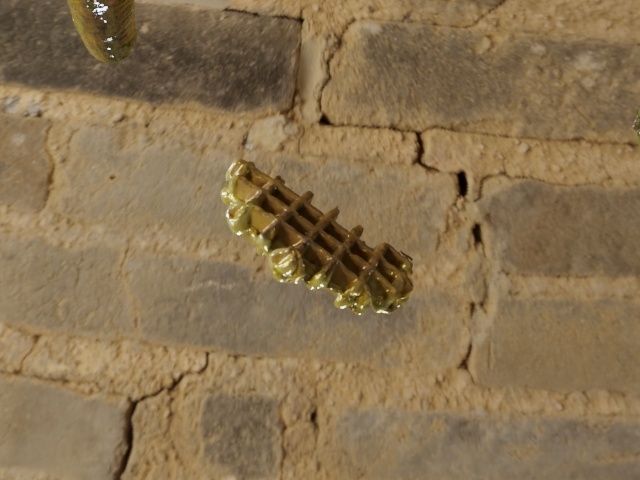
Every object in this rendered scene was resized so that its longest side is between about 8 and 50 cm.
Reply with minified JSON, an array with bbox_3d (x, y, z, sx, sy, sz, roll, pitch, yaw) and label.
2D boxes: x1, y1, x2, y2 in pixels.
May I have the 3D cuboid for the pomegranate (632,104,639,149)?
[{"bbox_3d":[0.425,-0.131,0.967,0.130,0.130,0.130,0,-72,0],"label":"pomegranate"}]

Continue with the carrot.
[{"bbox_3d":[-0.258,-0.281,0.997,0.082,0.173,0.082,1,-105,-4],"label":"carrot"}]

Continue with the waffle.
[{"bbox_3d":[0.000,0.000,0.779,0.192,0.160,0.046,16,-58,-29],"label":"waffle"}]
